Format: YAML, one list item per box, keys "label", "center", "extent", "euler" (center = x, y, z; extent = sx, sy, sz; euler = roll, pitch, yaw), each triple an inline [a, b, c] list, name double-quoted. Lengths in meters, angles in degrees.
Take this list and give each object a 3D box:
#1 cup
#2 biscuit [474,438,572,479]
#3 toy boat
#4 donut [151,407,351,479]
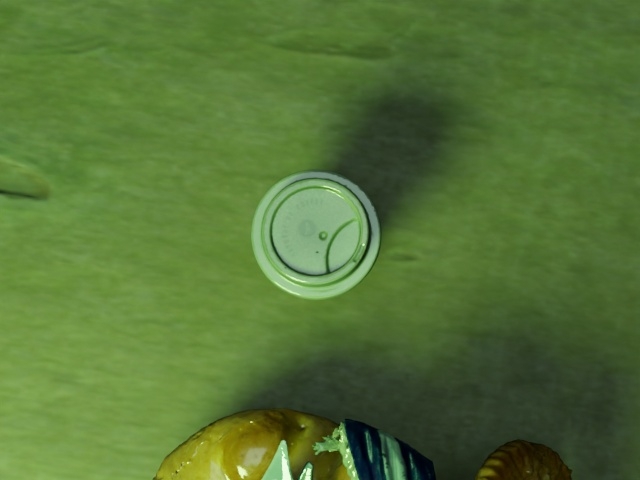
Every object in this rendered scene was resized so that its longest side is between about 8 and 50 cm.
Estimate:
- label: "cup"
  center: [0.000, 0.000, 1.689]
  extent: [0.120, 0.141, 0.120]
  euler: [-1, 83, 5]
- label: "biscuit"
  center: [0.184, 0.299, 1.597]
  extent: [0.035, 0.254, 0.254]
  euler: [-4, 81, 32]
- label: "toy boat"
  center: [-0.021, 0.249, 1.544]
  extent: [0.291, 0.070, 0.210]
  euler: [16, 82, 8]
- label: "donut"
  center: [-0.035, 0.313, 1.643]
  extent: [0.299, 0.150, 0.317]
  euler: [29, 85, 5]
